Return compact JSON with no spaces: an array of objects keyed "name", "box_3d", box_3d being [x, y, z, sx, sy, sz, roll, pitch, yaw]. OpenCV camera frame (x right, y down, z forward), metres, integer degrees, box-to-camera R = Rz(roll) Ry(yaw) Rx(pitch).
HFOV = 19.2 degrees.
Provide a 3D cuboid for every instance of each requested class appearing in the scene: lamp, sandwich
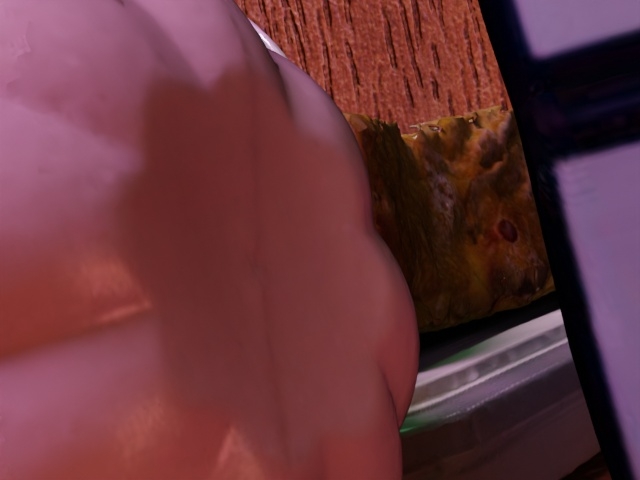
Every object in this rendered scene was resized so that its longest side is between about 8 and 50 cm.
[{"name":"lamp","box_3d":[-0.022,0.062,0.613,0.269,0.047,0.266,-12,1,30]},{"name":"sandwich","box_3d":[0.000,0.000,0.599,0.186,0.065,0.215,-12,1,38]}]

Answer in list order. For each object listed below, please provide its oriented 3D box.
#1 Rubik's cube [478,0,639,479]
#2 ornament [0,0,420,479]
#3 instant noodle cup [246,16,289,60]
[{"name":"Rubik's cube","box_3d":[0.204,-0.110,0.484,0.283,0.293,0.288,-16,1,27]},{"name":"ornament","box_3d":[-0.073,0.025,0.389,0.177,0.177,0.177,-15,3,1]},{"name":"instant noodle cup","box_3d":[-0.142,-0.004,0.802,0.207,0.207,0.233,-12,1,37]}]
